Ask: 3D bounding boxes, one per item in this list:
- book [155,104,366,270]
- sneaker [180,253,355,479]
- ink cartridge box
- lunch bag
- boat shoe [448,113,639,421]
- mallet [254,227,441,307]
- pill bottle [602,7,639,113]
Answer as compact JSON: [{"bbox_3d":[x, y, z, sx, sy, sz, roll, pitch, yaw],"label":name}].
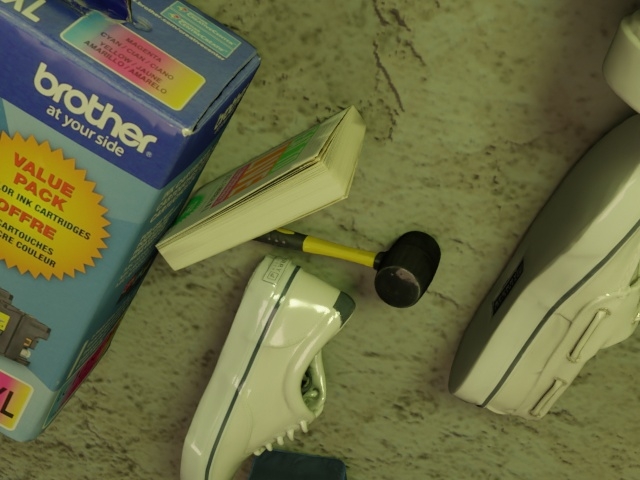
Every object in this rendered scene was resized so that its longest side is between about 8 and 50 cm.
[{"bbox_3d":[-0.039,-0.037,0.653,0.144,0.096,0.035,-25,112,27],"label":"book"},{"bbox_3d":[-0.047,0.134,0.760,0.091,0.094,0.258,25,124,6],"label":"sneaker"},{"bbox_3d":[-0.228,-0.076,0.656,0.270,0.151,0.395,31,122,-4],"label":"ink cartridge box"},{"bbox_3d":[-0.018,0.236,0.830,0.098,0.067,0.065,7,123,11],"label":"lunch bag"},{"bbox_3d":[0.180,0.034,0.634,0.088,0.096,0.268,24,125,-3],"label":"boat shoe"},{"bbox_3d":[0.000,0.000,0.706,0.189,0.062,0.039,18,122,23],"label":"mallet"},{"bbox_3d":[0.250,-0.177,0.448,0.153,0.153,0.265,21,125,3],"label":"pill bottle"}]
